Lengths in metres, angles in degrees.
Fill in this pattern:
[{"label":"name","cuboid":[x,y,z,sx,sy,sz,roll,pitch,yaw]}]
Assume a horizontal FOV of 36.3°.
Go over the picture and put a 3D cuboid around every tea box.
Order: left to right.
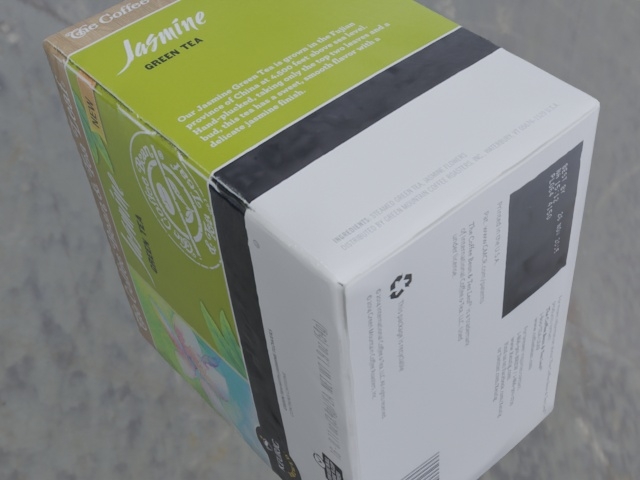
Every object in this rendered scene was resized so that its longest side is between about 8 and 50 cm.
[{"label":"tea box","cuboid":[0.000,0.000,0.739,0.220,0.323,0.329,-33,141,-24]}]
